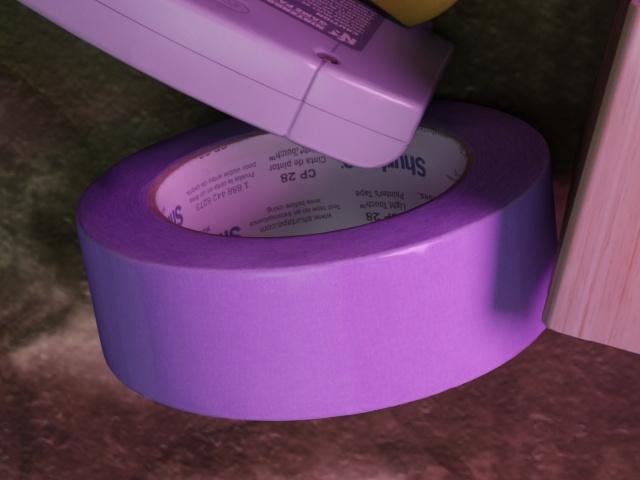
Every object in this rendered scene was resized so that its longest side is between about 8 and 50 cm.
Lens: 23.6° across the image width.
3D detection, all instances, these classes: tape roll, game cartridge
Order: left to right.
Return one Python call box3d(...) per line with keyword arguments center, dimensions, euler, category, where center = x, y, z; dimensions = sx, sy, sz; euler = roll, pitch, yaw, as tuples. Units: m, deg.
box3d(center=(-0.069, -0.145, 0.892), dimensions=(0.297, 0.198, 0.062), euler=(28, 118, 1), category="game cartridge")
box3d(center=(0.000, 0.000, 0.895), dimensions=(0.275, 0.275, 0.090), euler=(-3, 113, 15), category="tape roll")

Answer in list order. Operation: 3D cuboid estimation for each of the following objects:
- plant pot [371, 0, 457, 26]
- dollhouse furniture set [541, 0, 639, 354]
box3d(center=(0.061, -0.178, 0.913), dimensions=(0.081, 0.081, 0.083), euler=(35, 126, -3), category="plant pot")
box3d(center=(0.339, -0.033, 0.805), dimensions=(0.394, 0.256, 0.362), euler=(15, 116, 7), category="dollhouse furniture set")
